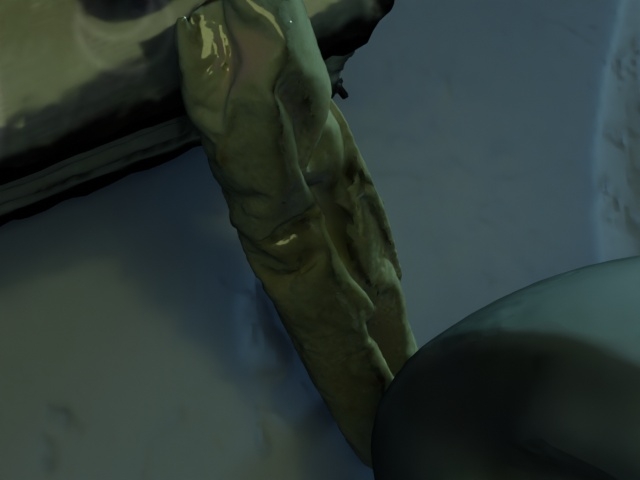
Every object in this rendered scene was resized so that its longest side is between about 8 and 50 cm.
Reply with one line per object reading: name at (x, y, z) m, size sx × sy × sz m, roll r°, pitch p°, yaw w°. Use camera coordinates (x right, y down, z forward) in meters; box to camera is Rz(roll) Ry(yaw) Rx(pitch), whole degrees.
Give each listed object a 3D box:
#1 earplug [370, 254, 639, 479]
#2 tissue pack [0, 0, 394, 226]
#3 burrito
earplug at (0.107, 0.141, 0.470) m, size 0.175 × 0.214 × 0.326 m, roll 3°, pitch 47°, yaw -6°
tissue pack at (-0.192, -0.105, 0.536) m, size 0.361 × 0.122 × 0.259 m, roll -24°, pitch 81°, yaw -13°
burrito at (0.000, 0.000, 0.534) m, size 0.045 × 0.185 × 0.041 m, roll -24°, pitch 42°, yaw 0°
